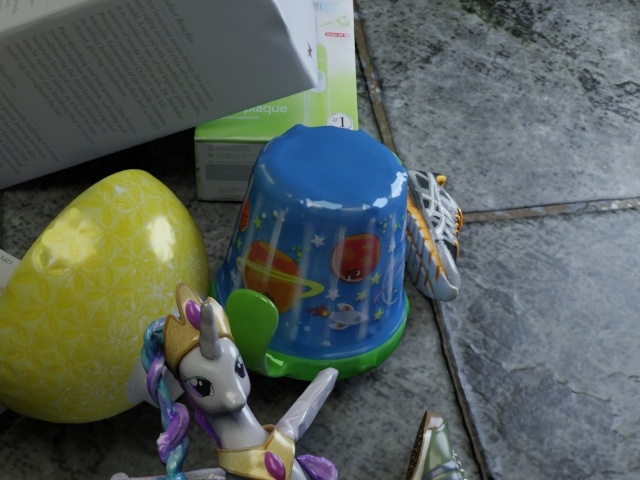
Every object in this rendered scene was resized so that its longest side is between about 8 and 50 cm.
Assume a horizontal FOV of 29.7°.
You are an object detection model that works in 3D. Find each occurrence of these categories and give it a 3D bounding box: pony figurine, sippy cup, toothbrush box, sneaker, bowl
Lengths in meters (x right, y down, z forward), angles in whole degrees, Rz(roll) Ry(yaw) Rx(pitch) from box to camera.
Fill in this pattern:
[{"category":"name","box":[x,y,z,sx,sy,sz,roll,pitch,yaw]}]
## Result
[{"category":"pony figurine","box":[-0.059,0.239,1.146,0.302,0.351,0.363,-26,75,-19]},{"category":"sippy cup","box":[0.000,0.000,1.360,0.240,0.224,0.305,0,40,-12]},{"category":"toothbrush box","box":[-0.058,-0.192,1.608,0.206,0.122,0.283,2,49,-2]},{"category":"sneaker","box":[0.142,-0.016,1.503,0.083,0.084,0.215,-5,50,-15]},{"category":"sneaker","box":[0.132,0.276,1.275,0.086,0.064,0.192,16,51,-1]},{"category":"bowl","box":[-0.200,0.087,1.266,0.156,0.289,0.289,31,55,14]}]

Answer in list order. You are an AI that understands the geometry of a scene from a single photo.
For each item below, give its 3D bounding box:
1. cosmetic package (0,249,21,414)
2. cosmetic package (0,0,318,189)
[{"category":"cosmetic package","box":[-0.416,0.131,1.261,0.160,0.113,0.309,27,36,15]},{"category":"cosmetic package","box":[-0.253,-0.247,1.464,0.453,0.230,0.161,-15,48,14]}]
